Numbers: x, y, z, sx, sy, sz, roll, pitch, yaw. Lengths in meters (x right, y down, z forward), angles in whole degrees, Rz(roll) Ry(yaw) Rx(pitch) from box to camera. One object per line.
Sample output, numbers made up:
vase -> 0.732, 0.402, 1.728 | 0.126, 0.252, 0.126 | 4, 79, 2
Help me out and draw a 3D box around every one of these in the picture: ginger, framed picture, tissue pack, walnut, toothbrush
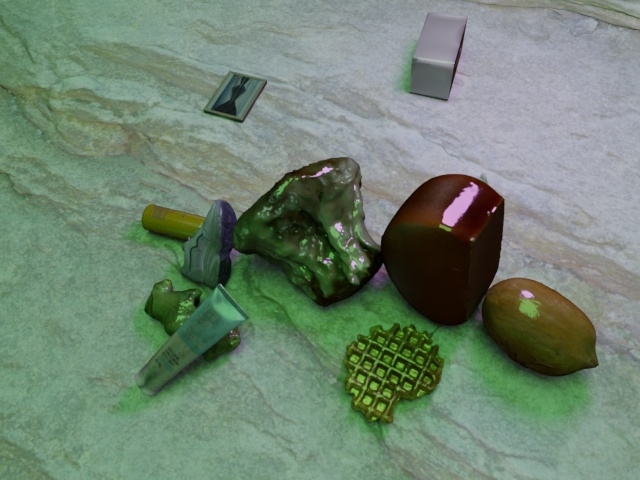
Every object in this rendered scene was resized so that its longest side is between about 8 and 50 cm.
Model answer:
ginger -> -0.335, 0.202, 1.431 | 0.290, 0.089, 0.137 | 37, 67, 22
framed picture -> -0.289, -0.495, 1.886 | 0.150, 0.015, 0.203 | 18, 62, 14
tissue pack -> 0.392, -0.618, 1.841 | 0.136, 0.159, 0.246 | 13, 62, 13
walnut -> 0.523, 0.213, 1.318 | 0.298, 0.203, 0.203 | 38, 68, 18
toothbrush -> 0.328, 0.202, 1.437 | 0.167, 0.014, 0.011 | -41, 61, -19

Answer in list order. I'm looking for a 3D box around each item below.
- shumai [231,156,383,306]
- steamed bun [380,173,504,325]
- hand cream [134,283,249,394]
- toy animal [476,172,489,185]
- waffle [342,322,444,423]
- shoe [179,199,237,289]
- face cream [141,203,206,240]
shumai -> 0.000, 0.000, 1.428 | 0.397, 0.324, 0.323 | -31, 81, -19
steamed bun -> 0.286, 0.020, 1.344 | 0.248, 0.379, 0.235 | 23, 59, 29
hand cream -> -0.319, 0.251, 1.344 | 0.312, 0.070, 0.111 | -45, 83, 7
toy animal -> 0.366, -0.071, 1.527 | 0.283, 0.138, 0.140 | -20, 65, -7
waffle -> 0.183, 0.320, 1.352 | 0.253, 0.056, 0.249 | -4, 59, 0
shoe -> -0.310, 0.006, 1.501 | 0.138, 0.095, 0.245 | 11, 98, 14
face cream -> -0.373, -0.038, 1.583 | 0.273, 0.078, 0.078 | 13, 61, 10
